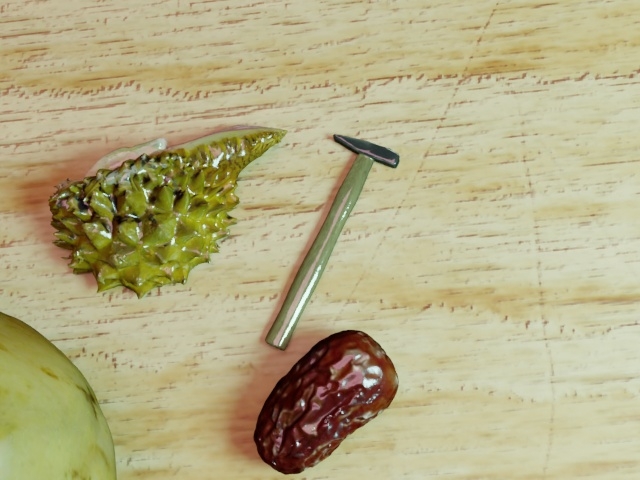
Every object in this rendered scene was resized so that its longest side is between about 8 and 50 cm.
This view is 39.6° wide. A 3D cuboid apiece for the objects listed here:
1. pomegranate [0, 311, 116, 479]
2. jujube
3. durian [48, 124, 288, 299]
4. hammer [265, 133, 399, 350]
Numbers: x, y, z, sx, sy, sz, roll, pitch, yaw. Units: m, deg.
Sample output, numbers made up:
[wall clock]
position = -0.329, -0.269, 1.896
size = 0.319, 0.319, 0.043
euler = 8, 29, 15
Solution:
[pomegranate]
position = -0.308, 0.160, 0.587
size = 0.333, 0.332, 0.332
euler = -1, 74, 4
[jujube]
position = 0.002, 0.128, 0.696
size = 0.129, 0.077, 0.077
euler = -46, 76, 3
[durian]
position = -0.127, -0.044, 0.748
size = 0.224, 0.078, 0.140
euler = -34, 75, -4
[hammer]
position = 0.000, 0.000, 0.759
size = 0.062, 0.013, 0.198
euler = 24, 77, 11
